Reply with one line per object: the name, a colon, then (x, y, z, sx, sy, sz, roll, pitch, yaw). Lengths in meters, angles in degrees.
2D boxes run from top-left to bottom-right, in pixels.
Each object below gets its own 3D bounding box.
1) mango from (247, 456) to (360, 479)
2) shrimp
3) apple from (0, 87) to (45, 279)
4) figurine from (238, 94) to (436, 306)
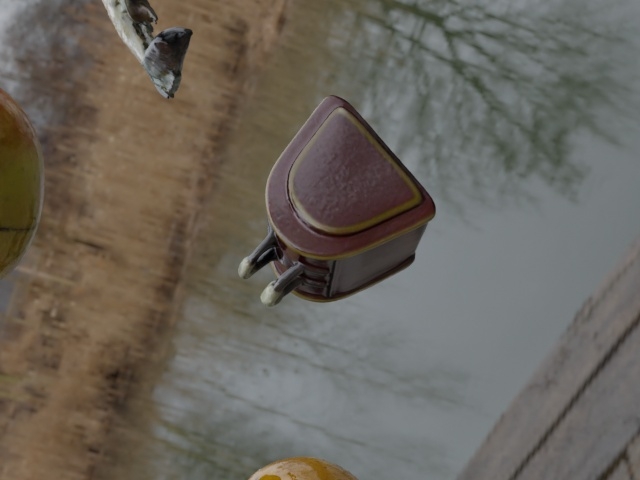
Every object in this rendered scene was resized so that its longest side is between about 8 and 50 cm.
mango: (0.028, 0.346, 1.246, 0.160, 0.290, 0.191, -39, -9, -14)
shrimp: (-0.199, -0.292, 1.364, 0.445, 0.085, 0.272, -172, 64, -72)
apple: (-0.461, -0.073, 1.462, 0.233, 0.286, 0.286, -134, 62, -69)
figurine: (-0.001, 0.000, 0.677, 0.098, 0.082, 0.154, -42, -9, -13)
